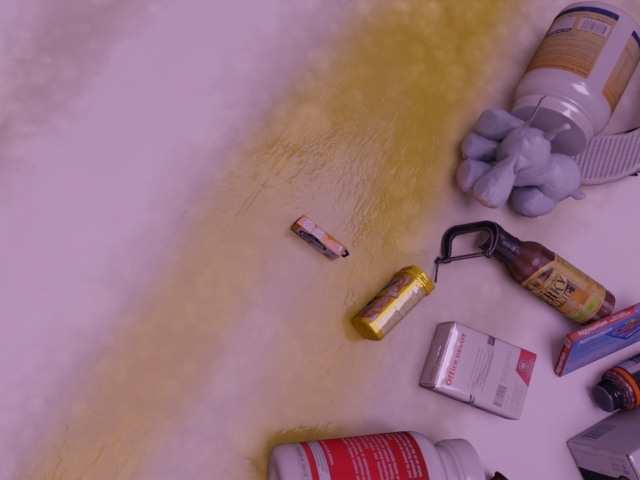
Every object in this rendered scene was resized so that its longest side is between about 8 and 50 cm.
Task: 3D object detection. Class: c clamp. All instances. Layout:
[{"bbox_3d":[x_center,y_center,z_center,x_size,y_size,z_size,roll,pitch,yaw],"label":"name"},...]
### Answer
[{"bbox_3d":[0.334,0.021,1.613,0.022,0.161,0.137,37,47,-43],"label":"c clamp"}]

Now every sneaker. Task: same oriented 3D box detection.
[{"bbox_3d":[0.753,-0.212,1.760,0.321,0.127,0.126,-17,80,7],"label":"sneaker"}]

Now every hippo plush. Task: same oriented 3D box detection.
[{"bbox_3d":[0.484,-0.184,1.642,0.237,0.294,0.234,22,35,-33],"label":"hippo plush"}]

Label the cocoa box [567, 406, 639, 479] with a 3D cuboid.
[{"bbox_3d":[0.798,0.493,1.592,0.347,0.231,0.227,-24,88,-16],"label":"cocoa box"}]

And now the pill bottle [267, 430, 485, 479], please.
[{"bbox_3d":[0.111,0.507,1.419,0.408,0.229,0.228,-2,82,-14],"label":"pill bottle"}]

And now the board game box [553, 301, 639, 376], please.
[{"bbox_3d":[0.686,0.222,1.662,0.282,0.145,0.027,-19,49,-16],"label":"board game box"}]

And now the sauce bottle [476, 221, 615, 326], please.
[{"bbox_3d":[0.523,0.078,1.655,0.345,0.111,0.111,32,75,-6],"label":"sauce bottle"}]

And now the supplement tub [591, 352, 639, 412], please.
[{"bbox_3d":[0.743,0.335,1.670,0.198,0.106,0.106,-22,87,-16],"label":"supplement tub"}]

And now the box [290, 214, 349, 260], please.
[{"bbox_3d":[0.000,0.000,1.548,0.136,0.081,0.028,40,74,-5],"label":"box"}]

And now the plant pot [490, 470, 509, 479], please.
[{"bbox_3d":[0.374,0.615,1.512,0.165,0.167,0.167,-37,91,-8],"label":"plant pot"}]

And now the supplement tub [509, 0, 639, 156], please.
[{"bbox_3d":[0.607,-0.382,1.686,0.228,0.228,0.316,34,75,-7],"label":"supplement tub"}]

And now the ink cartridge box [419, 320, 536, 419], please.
[{"bbox_3d":[0.352,0.292,1.585,0.218,0.092,0.158,23,76,-12],"label":"ink cartridge box"}]

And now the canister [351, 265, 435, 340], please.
[{"bbox_3d":[0.156,0.139,1.543,0.170,0.126,0.073,-43,93,-15],"label":"canister"}]
